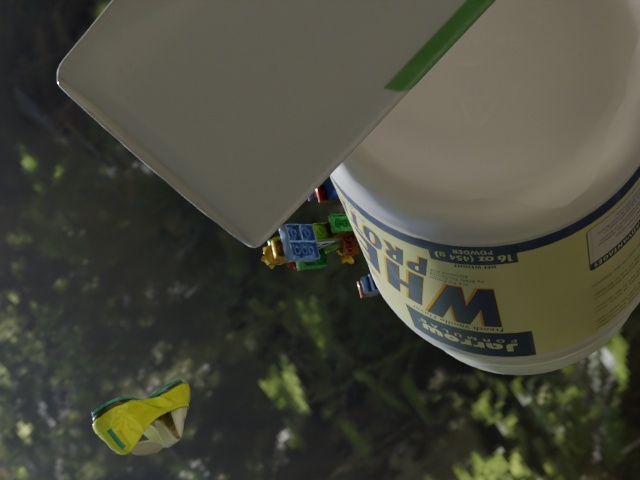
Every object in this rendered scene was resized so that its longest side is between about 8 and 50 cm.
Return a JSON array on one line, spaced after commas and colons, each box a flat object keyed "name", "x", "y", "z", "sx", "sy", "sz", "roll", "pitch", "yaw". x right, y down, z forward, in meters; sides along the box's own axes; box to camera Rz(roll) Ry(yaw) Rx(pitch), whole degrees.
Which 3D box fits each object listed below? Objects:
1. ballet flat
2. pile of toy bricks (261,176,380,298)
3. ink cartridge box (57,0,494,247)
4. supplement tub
[{"name": "ballet flat", "x": -0.217, "y": 0.234, "z": 1.947, "sx": 0.077, "sy": 0.077, "sz": 0.231, "roll": 53, "pitch": -164, "yaw": 10}, {"name": "pile of toy bricks", "x": 0.000, "y": 0.000, "z": 1.356, "sx": 0.212, "sy": 0.105, "sz": 0.118, "roll": -1, "pitch": -108, "yaw": -44}, {"name": "ink cartridge box", "x": 0.013, "y": -0.114, "z": 0.559, "sx": 0.092, "sy": 0.160, "sz": 0.219, "roll": 41, "pitch": -158, "yaw": -6}, {"name": "supplement tub", "x": 0.132, "y": -0.049, "z": 1.094, "sx": 0.325, "sy": 0.235, "sz": 0.235, "roll": 64, "pitch": -178, "yaw": -62}]
